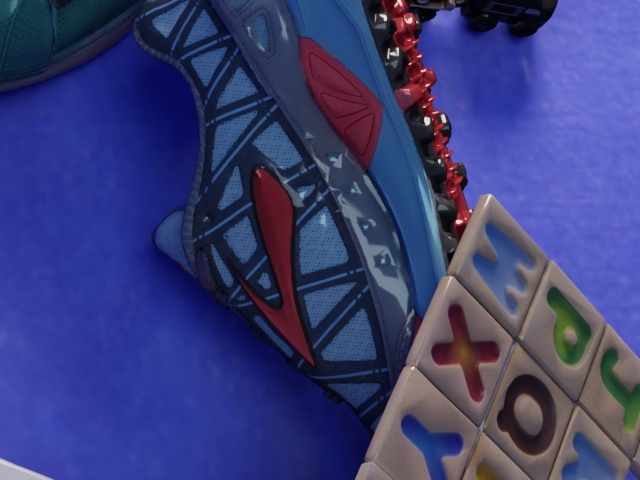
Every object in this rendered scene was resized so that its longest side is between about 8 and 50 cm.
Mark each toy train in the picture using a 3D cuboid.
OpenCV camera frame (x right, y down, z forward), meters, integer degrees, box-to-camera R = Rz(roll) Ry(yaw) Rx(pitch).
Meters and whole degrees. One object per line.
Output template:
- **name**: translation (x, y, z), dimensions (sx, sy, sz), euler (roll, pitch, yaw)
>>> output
- **toy train**: translation (0.036, -0.118, 0.685), dimensions (0.158, 0.036, 0.027), euler (5, 68, -19)

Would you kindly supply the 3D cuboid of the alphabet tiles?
- **alphabet tiles**: translation (0.077, 0.134, 0.536), dimensions (0.198, 0.009, 0.237), euler (45, 53, -27)

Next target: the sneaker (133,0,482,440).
- **sneaker**: translation (0.000, 0.000, 0.608), dimensions (0.125, 0.104, 0.261), euler (-16, 91, 17)

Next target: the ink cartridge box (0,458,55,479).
- **ink cartridge box**: translation (-0.084, 0.177, 0.512), dimensions (0.333, 0.065, 0.165), euler (26, 63, -11)

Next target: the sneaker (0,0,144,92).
- **sneaker**: translation (-0.064, -0.181, 0.624), dimensions (0.108, 0.121, 0.302), euler (44, 62, 0)
